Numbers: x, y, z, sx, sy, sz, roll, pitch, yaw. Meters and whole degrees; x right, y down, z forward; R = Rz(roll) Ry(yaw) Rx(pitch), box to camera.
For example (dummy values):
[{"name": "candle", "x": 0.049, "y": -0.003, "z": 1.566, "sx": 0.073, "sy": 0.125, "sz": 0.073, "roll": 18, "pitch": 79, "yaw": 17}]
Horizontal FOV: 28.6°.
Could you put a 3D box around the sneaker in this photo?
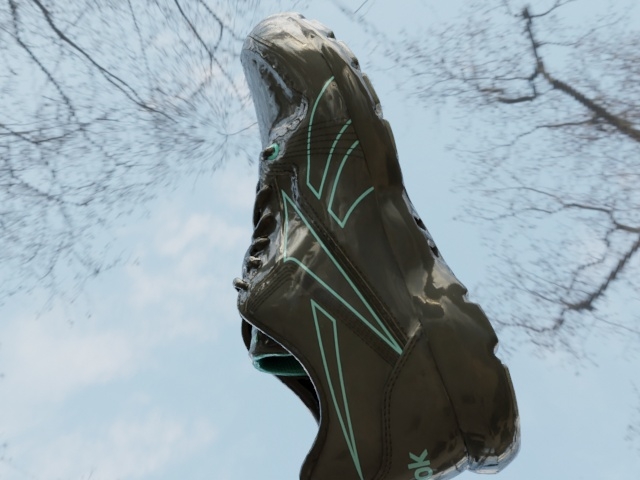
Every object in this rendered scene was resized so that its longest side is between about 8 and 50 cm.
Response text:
[{"name": "sneaker", "x": 0.000, "y": 0.000, "z": 0.607, "sx": 0.106, "sy": 0.101, "sz": 0.267, "roll": -21, "pitch": -119, "yaw": -4}]
